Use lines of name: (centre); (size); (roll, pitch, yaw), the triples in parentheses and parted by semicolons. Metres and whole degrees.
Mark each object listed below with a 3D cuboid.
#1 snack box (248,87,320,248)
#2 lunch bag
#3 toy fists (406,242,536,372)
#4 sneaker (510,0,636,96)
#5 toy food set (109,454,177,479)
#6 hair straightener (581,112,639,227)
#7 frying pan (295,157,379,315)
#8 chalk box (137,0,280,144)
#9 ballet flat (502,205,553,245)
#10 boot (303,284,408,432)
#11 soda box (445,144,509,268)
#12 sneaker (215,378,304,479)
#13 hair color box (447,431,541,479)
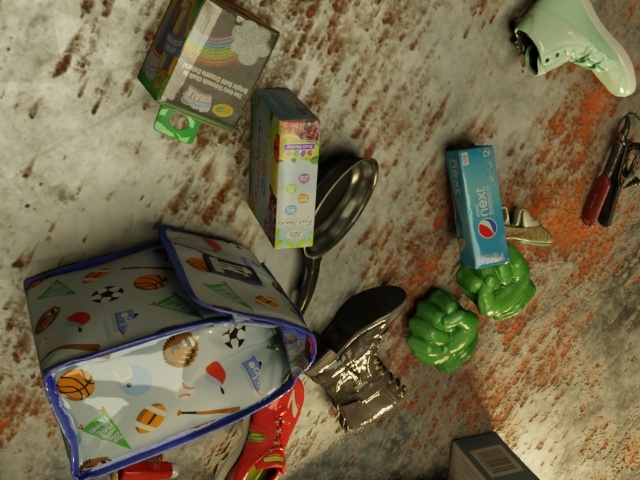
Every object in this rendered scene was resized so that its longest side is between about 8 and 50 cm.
snack box: (-0.060, -0.116, 1.512); (0.070, 0.174, 0.207); (-3, 116, -17)
lunch bag: (-0.231, 0.139, 1.472); (0.385, 0.328, 0.239); (-16, 117, -14)
toy fists: (0.282, 0.125, 1.823); (0.279, 0.096, 0.142); (-42, 122, 2)
sneaker: (0.434, -0.314, 1.678); (0.151, 0.094, 0.256); (-45, 113, -5)
toy food set: (-0.290, 0.344, 1.629); (0.104, 0.111, 0.232); (4, 136, -26)
hair straightener: (0.579, -0.133, 1.865); (0.089, 0.047, 0.231); (5, 107, -26)
frying pan: (0.019, -0.018, 1.654); (0.197, 0.053, 0.326); (-41, 157, -34)
chalk box: (-0.177, -0.250, 1.425); (0.132, 0.132, 0.213); (21, 105, -31)
ballet flat: (0.352, -0.029, 1.797); (0.206, 0.073, 0.067); (2, 104, -27)
boot: (0.095, 0.224, 1.802); (0.263, 0.091, 0.229); (-37, 126, 5)
soda box: (0.276, -0.060, 1.703); (0.067, 0.071, 0.210); (-10, 97, -12)
sneaker: (-0.089, 0.375, 1.751); (0.107, 0.118, 0.279); (24, 87, -30)
hair color box: (0.349, 0.616, 2.030); (0.113, 0.185, 0.375); (-7, 116, -21)
